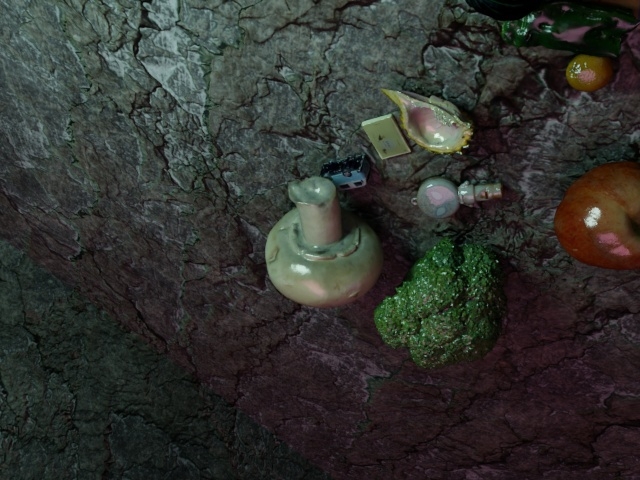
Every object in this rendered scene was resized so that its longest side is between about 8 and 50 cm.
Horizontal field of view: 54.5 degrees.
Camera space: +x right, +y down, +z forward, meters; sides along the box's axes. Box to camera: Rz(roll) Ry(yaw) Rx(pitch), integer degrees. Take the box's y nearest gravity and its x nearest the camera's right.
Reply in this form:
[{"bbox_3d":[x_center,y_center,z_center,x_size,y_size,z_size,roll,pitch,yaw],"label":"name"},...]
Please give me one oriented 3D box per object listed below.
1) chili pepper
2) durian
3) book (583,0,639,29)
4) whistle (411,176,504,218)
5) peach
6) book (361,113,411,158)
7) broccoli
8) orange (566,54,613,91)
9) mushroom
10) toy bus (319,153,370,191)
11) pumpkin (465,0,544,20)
[{"bbox_3d":[0.434,-0.371,1.089,0.224,0.061,0.098,13,137,22],"label":"chili pepper"},{"bbox_3d":[0.228,-0.270,1.316,0.224,0.078,0.140,36,153,-5],"label":"durian"},{"bbox_3d":[0.562,-0.426,1.019,0.242,0.018,0.170,2,140,22],"label":"book"},{"bbox_3d":[0.325,-0.109,1.487,0.220,0.057,0.107,-6,122,23],"label":"whistle"},{"bbox_3d":[0.611,-0.050,1.319,0.232,0.256,0.232,-2,104,-8],"label":"peach"},{"bbox_3d":[0.152,-0.237,1.431,0.077,0.014,0.111,-10,134,33],"label":"book"},{"bbox_3d":[0.335,0.171,1.636,0.414,0.310,0.321,-5,159,-28],"label":"broccoli"},{"bbox_3d":[0.494,-0.311,1.144,0.085,0.085,0.085,12,142,9],"label":"orange"},{"bbox_3d":[0.000,0.000,1.570,0.315,0.314,0.336,7,141,16],"label":"mushroom"},{"bbox_3d":[0.066,-0.162,1.525,0.123,0.060,0.075,-9,139,34],"label":"toy bus"},{"bbox_3d":[0.288,-0.443,0.993,0.150,0.194,0.194,-10,141,-6],"label":"pumpkin"}]
